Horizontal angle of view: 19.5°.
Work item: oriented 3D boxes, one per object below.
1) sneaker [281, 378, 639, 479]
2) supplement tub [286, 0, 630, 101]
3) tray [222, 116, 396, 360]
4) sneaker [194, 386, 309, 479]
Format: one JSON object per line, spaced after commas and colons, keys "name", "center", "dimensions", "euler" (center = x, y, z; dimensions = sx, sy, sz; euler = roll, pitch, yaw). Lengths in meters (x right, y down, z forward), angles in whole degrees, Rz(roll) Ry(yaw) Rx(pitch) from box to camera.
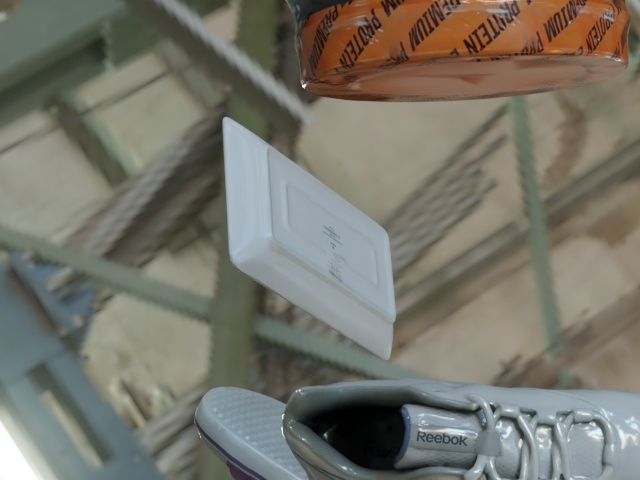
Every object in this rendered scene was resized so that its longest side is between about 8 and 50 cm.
{"name": "sneaker", "center": [0.112, 0.135, 1.116], "dimensions": [0.297, 0.111, 0.129], "euler": [-1, -16, 21]}
{"name": "supplement tub", "center": [0.058, -0.229, 0.864], "dimensions": [0.193, 0.194, 0.316], "euler": [170, -82, -67]}
{"name": "tray", "center": [0.000, 0.000, 1.655], "dimensions": [0.270, 0.030, 0.145], "euler": [34, 45, -52]}
{"name": "sneaker", "center": [-0.019, 0.261, 1.658], "dimensions": [0.282, 0.102, 0.161], "euler": [37, -64, -1]}
